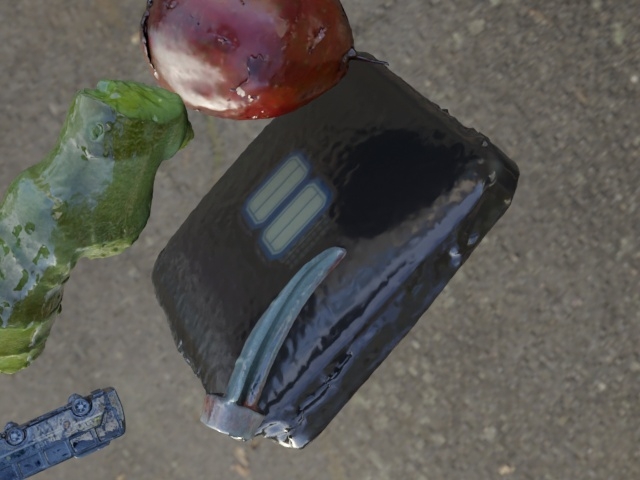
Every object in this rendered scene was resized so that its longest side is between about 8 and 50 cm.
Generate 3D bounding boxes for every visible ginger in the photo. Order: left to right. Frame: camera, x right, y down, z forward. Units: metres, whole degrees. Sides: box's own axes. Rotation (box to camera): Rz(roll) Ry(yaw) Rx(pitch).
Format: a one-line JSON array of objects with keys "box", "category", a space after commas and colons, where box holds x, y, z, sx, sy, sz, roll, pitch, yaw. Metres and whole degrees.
[{"box": [-0.203, -0.005, 1.050, 0.089, 0.137, 0.290, 40, 101, 13], "category": "ginger"}]

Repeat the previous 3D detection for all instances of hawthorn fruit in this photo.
[{"box": [-0.049, -0.199, 1.245, 0.235, 0.181, 0.181, 9, 126, 3], "category": "hawthorn fruit"}]

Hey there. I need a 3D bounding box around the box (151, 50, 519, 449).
[{"box": [0.000, 0.000, 1.298, 0.091, 0.359, 0.350, 36, -173, -34], "category": "box"}]

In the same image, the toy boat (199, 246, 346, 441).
[{"box": [-0.027, 0.051, 0.735, 0.034, 0.122, 0.096, 26, 175, 4], "category": "toy boat"}]

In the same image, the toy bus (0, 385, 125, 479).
[{"box": [-0.295, 0.217, 1.457, 0.065, 0.166, 0.047, 69, 164, -7], "category": "toy bus"}]
